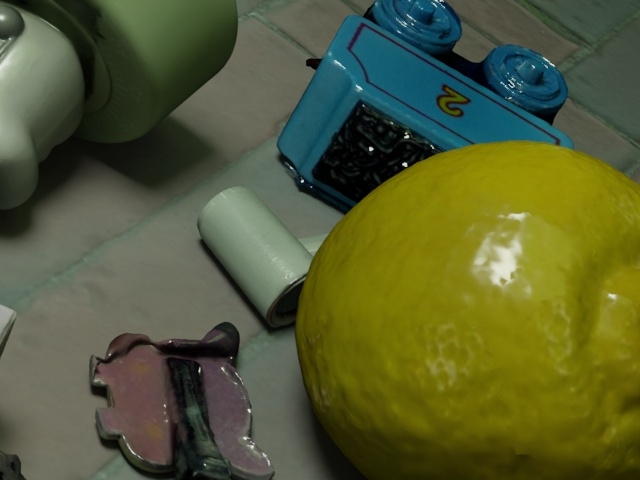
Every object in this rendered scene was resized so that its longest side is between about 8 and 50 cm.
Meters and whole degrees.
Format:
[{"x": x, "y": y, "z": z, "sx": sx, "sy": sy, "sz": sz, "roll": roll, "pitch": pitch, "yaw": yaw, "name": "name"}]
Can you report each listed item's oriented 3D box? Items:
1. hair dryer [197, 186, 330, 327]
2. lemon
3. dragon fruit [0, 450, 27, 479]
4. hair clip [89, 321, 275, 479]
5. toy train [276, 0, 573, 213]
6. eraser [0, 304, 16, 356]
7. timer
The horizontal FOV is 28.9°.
[{"x": 0.000, "y": 0.000, "z": 1.238, "sx": 0.236, "sy": 0.073, "sz": 0.131, "roll": -12, "pitch": 53, "yaw": -45, "name": "hair dryer"}, {"x": 0.146, "y": 0.078, "z": 1.032, "sx": 0.348, "sy": 0.348, "sz": 0.348, "roll": 18, "pitch": 39, "yaw": -15, "name": "lemon"}, {"x": -0.270, "y": 0.263, "z": 0.662, "sx": 0.221, "sy": 0.204, "sz": 0.283, "roll": 2, "pitch": 44, "yaw": 11, "name": "dragon fruit"}, {"x": -0.114, "y": 0.141, "z": 1.020, "sx": 0.146, "sy": 0.056, "sz": 0.187, "roll": 6, "pitch": 35, "yaw": -27, "name": "hair clip"}, {"x": 0.116, "y": -0.130, "z": 1.372, "sx": 0.300, "sy": 0.188, "sz": 0.265, "roll": 29, "pitch": 42, "yaw": -4, "name": "toy train"}, {"x": -0.337, "y": 0.064, "z": 0.889, "sx": 0.210, "sy": 0.124, "sz": 0.068, "roll": 25, "pitch": 38, "yaw": -7, "name": "eraser"}, {"x": -0.271, "y": -0.156, "z": 1.117, "sx": 0.290, "sy": 0.291, "sz": 0.315, "roll": 31, "pitch": 60, "yaw": 1, "name": "timer"}]
